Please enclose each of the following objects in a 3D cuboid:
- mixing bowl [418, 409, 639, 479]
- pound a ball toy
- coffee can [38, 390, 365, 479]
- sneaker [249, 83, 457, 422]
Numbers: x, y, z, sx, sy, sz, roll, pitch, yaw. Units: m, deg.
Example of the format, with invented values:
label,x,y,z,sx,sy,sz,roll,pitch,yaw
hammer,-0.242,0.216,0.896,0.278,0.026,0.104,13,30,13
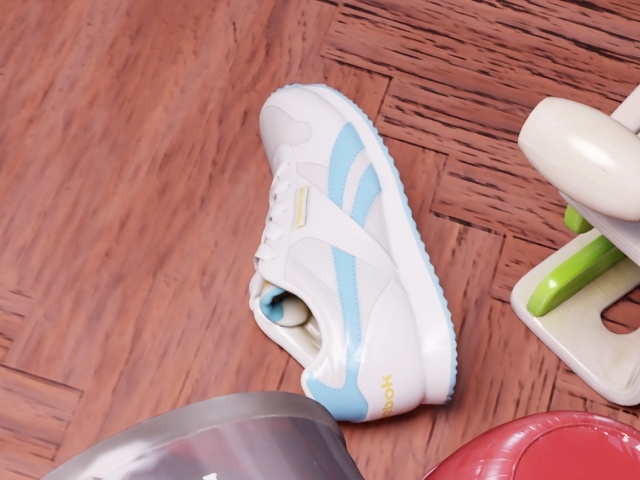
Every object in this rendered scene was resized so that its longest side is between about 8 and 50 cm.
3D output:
label,x,y,z,sx,sy,sz,roll,pitch,yaw
mixing bowl,0.129,0.156,0.922,0.181,0.098,0.181,4,53,-6
pound a ball toy,0.245,-0.036,1.020,0.319,0.208,0.136,-32,64,-30
coffee can,-0.017,0.233,0.772,0.201,0.201,0.275,-20,59,-23
sneaker,0.000,0.000,1.029,0.092,0.087,0.228,-12,54,-15
